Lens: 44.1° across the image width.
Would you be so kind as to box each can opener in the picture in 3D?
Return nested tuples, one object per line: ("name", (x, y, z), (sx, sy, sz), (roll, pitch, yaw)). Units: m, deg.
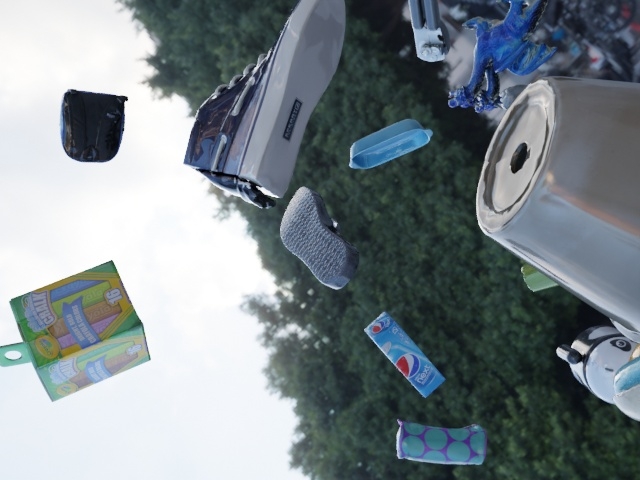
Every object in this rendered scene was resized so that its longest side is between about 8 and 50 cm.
("can opener", (0.261, -0.553, 1.936), (0.074, 0.093, 0.280), (10, 150, 23))

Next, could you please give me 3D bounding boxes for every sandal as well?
("sandal", (0.000, 0.001, 1.266), (0.054, 0.097, 0.254), (25, -160, -33))

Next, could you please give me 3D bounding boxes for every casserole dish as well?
("casserole dish", (0.144, -0.206, 1.669), (0.114, 0.188, 0.037), (22, -132, -66))

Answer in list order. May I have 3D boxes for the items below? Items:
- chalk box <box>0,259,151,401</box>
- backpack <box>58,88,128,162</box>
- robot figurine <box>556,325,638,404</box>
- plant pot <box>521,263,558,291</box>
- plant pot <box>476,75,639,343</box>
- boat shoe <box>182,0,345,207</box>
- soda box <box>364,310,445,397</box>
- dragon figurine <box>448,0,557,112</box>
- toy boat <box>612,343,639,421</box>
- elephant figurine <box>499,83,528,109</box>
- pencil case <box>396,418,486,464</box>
("chalk box", (-0.387, 0.148, 1.209), (0.132, 0.213, 0.132), (58, 160, 25))
("backpack", (-0.373, -0.184, 1.290), (0.104, 0.114, 0.084), (3, -175, -20))
("robot figurine", (0.724, 0.304, 1.968), (0.174, 0.209, 0.278), (62, -176, -2))
("plant pot", (0.399, 0.052, 1.387), (0.083, 0.079, 0.083), (40, -145, -36))
("plant pot", (0.345, -0.052, 0.911), (0.280, 0.323, 0.323), (17, -157, -10))
("boat shoe", (-0.089, -0.227, 1.167), (0.158, 0.341, 0.127), (17, 170, 30))
("soda box", (0.194, 0.262, 1.811), (0.210, 0.067, 0.071), (48, 178, -25))
("dragon figurine", (0.311, -0.313, 1.251), (0.085, 0.289, 0.144), (-2, -110, -39))
("toy boat", (0.555, 0.166, 1.181), (0.148, 0.267, 0.318), (64, -164, 18))
("elephant figurine", (0.455, -0.205, 1.703), (0.169, 0.240, 0.186), (8, 180, -2))
("pencil case", (0.208, 0.348, 1.365), (0.064, 0.151, 0.070), (84, -169, -56))
